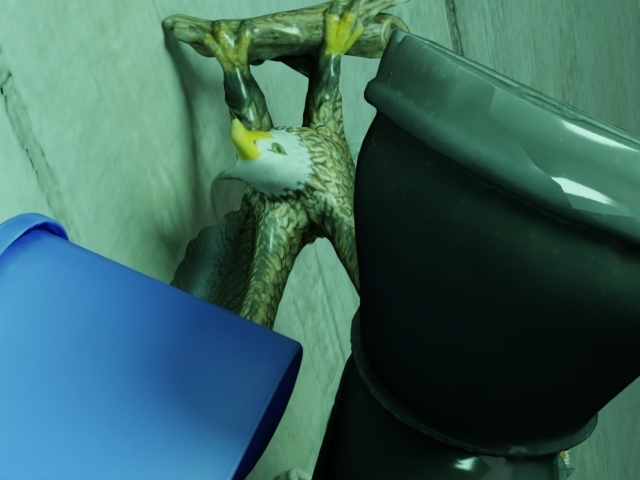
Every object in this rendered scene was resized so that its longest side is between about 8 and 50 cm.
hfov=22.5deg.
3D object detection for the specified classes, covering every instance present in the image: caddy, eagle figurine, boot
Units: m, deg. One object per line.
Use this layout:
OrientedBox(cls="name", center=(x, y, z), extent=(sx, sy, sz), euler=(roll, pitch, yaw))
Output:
OrientedBox(cls="caddy", center=(-0.139, 0.138, 0.629), extent=(0.341, 0.179, 0.241), euler=(-62, 171, -58))
OrientedBox(cls="eagle figurine", center=(-0.007, -0.002, 0.928), extent=(0.225, 0.226, 0.298), euler=(6, 66, -41))
OrientedBox(cls="boot", center=(0.013, 0.159, 0.640), extent=(0.445, 0.146, 0.367), euler=(-64, 167, 4))

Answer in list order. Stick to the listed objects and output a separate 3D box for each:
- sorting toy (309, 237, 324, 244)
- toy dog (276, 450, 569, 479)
OrientedBox(cls="sorting toy", center=(-0.014, -0.030, 1.152), extent=(0.102, 0.042, 0.061), euler=(42, 54, -66))
OrientedBox(cls="toy dog", center=(0.149, 0.201, 1.209), extent=(0.161, 0.333, 0.220), euler=(-56, 167, 15))
